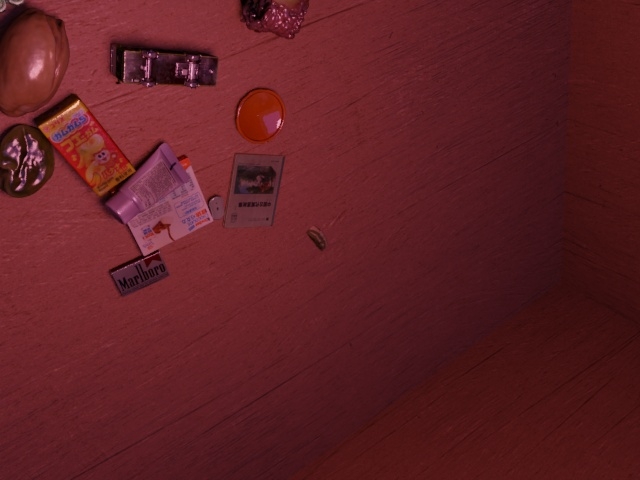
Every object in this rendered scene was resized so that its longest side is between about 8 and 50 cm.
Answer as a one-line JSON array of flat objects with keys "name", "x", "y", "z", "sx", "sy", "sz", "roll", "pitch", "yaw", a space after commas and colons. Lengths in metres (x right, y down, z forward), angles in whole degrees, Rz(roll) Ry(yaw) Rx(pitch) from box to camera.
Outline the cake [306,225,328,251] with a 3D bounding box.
[{"name": "cake", "x": 0.000, "y": 0.000, "z": 2.340, "sx": 0.051, "sy": 0.055, "sz": 0.140, "roll": -49, "pitch": 134, "yaw": -11}]

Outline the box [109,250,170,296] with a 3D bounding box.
[{"name": "box", "x": -0.630, "y": 0.112, "z": 1.971, "sx": 0.178, "sy": 0.036, "sz": 0.115, "roll": -26, "pitch": 127, "yaw": -20}]

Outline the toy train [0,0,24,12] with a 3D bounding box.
[{"name": "toy train", "x": -0.855, "y": -0.603, "z": 1.386, "sx": 0.251, "sy": 0.085, "sz": 0.119, "roll": -32, "pitch": 124, "yaw": -19}]

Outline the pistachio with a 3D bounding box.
[{"name": "pistachio", "x": -0.766, "y": -0.457, "z": 1.478, "sx": 0.293, "sy": 0.182, "sz": 0.162, "roll": -63, "pitch": 168, "yaw": 14}]

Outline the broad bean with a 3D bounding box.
[{"name": "broad bean", "x": -0.843, "y": -0.222, "z": 1.611, "sx": 0.153, "sy": 0.072, "sz": 0.206, "roll": 11, "pitch": 107, "yaw": -52}]

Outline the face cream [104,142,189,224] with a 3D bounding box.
[{"name": "face cream", "x": -0.549, "y": -0.171, "z": 1.785, "sx": 0.274, "sy": 0.096, "sz": 0.154, "roll": -46, "pitch": 127, "yaw": -23}]

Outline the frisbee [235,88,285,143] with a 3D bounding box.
[{"name": "frisbee", "x": -0.210, "y": -0.432, "z": 1.959, "sx": 0.192, "sy": 0.035, "sz": 0.192, "roll": -17, "pitch": 124, "yaw": -28}]

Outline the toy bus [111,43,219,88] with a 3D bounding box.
[{"name": "toy bus", "x": -0.461, "y": -0.516, "z": 1.675, "sx": 0.302, "sy": 0.139, "sz": 0.113, "roll": -10, "pitch": 121, "yaw": -40}]

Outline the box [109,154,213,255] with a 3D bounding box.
[{"name": "box", "x": -0.529, "y": -0.117, "z": 1.904, "sx": 0.273, "sy": 0.048, "sz": 0.264, "roll": -29, "pitch": 126, "yaw": -20}]

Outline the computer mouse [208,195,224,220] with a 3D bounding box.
[{"name": "computer mouse", "x": -0.375, "y": -0.119, "z": 2.024, "sx": 0.056, "sy": 0.032, "sz": 0.110, "roll": -23, "pitch": 136, "yaw": -22}]

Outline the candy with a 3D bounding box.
[{"name": "candy", "x": -0.692, "y": -0.279, "z": 1.674, "sx": 0.146, "sy": 0.088, "sz": 0.276, "roll": -37, "pitch": 129, "yaw": -11}]

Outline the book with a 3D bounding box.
[{"name": "book", "x": -0.245, "y": -0.182, "z": 2.085, "sx": 0.215, "sy": 0.025, "sz": 0.282, "roll": -4, "pitch": 115, "yaw": -35}]

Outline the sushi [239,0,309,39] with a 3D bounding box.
[{"name": "sushi", "x": -0.130, "y": -0.760, "z": 1.707, "sx": 0.171, "sy": 0.236, "sz": 0.270, "roll": 6, "pitch": 115, "yaw": -28}]
